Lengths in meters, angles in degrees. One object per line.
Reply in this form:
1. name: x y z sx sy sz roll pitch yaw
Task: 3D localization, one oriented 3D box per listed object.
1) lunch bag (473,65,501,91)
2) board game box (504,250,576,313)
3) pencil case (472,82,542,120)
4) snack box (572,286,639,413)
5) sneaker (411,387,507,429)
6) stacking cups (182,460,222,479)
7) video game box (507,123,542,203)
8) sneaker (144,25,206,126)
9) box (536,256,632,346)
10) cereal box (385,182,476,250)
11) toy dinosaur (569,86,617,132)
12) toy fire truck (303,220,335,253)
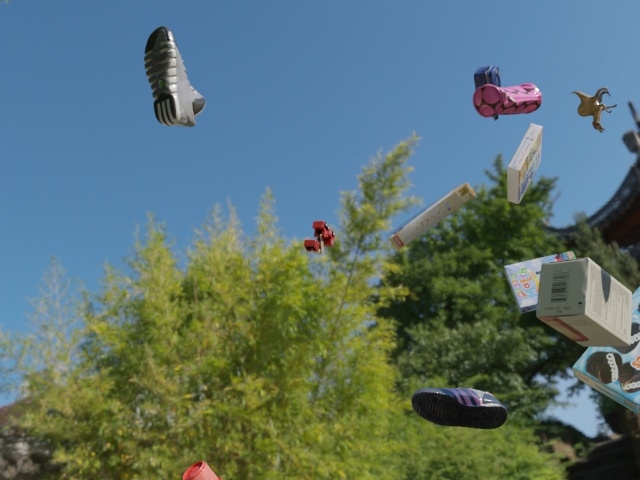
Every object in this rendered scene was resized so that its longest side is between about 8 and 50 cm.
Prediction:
1. lunch bag: 0.475 -0.447 1.776 0.065 0.067 0.098 6 -49 31
2. board game box: 0.683 0.125 1.905 0.211 0.160 0.039 -14 -40 6
3. pencil case: 0.490 -0.363 1.628 0.209 0.095 0.098 -16 -2 -41
4. snack box: 0.851 0.285 1.683 0.322 0.187 0.060 -44 -46 -16
5. sneaker: 0.419 0.511 1.981 0.319 0.131 0.112 16 -75 -14
6. stacking cups: -0.209 0.656 1.486 0.096 0.316 0.096 -34 8 5
7. video game box: 0.672 -0.249 2.074 0.048 0.187 0.205 21 -20 26
8. sneaker: -0.327 -0.366 1.450 0.086 0.229 0.132 -8 -5 30
9. box: 0.650 0.157 1.547 0.232 0.149 0.127 30 -27 -34
10. cereal box: 0.281 -0.062 1.644 0.240 0.047 0.173 -35 0 4
11. toy dinosaur: 0.739 -0.377 1.712 0.092 0.183 0.053 -33 -43 24
12. toy fire truck: 0.000 0.000 2.382 0.047 0.135 0.192 0 -22 22
